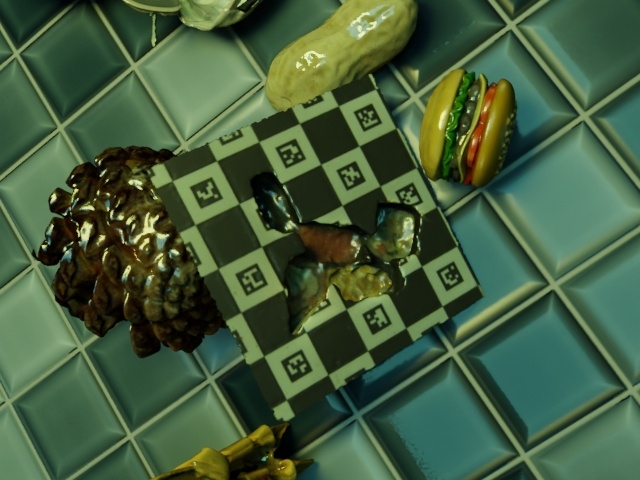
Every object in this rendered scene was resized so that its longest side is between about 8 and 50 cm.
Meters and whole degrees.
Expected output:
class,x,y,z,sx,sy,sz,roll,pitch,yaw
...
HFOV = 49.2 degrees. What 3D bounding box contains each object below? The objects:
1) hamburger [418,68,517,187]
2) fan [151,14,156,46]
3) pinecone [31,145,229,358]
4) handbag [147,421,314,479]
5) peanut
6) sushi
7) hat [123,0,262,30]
class,x,y,z,sx,sy,sz,roll,pitch,yaw
hamburger,0.194,-0.145,0.924,0.115,0.162,0.162,16,91,15
fan,-0.275,-0.471,1.153,0.182,0.010,0.310,-3,85,15
pinecone,-0.242,0.011,0.981,0.296,0.242,0.298,35,54,11
handbag,-0.185,0.347,0.868,0.283,0.401,0.133,-38,72,11
peanut,0.033,-0.267,0.994,0.257,0.123,0.123,-37,77,12
sushi,0.000,0.000,0.947,0.343,0.064,0.359,-28,91,-19
hat,-0.198,-0.439,1.029,0.275,0.161,0.232,22,106,-12
